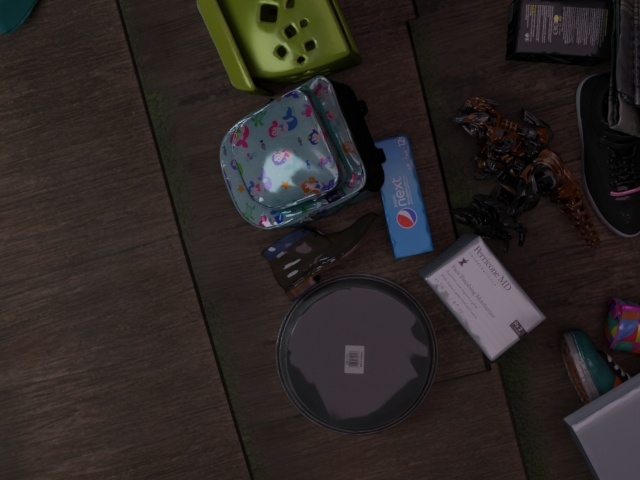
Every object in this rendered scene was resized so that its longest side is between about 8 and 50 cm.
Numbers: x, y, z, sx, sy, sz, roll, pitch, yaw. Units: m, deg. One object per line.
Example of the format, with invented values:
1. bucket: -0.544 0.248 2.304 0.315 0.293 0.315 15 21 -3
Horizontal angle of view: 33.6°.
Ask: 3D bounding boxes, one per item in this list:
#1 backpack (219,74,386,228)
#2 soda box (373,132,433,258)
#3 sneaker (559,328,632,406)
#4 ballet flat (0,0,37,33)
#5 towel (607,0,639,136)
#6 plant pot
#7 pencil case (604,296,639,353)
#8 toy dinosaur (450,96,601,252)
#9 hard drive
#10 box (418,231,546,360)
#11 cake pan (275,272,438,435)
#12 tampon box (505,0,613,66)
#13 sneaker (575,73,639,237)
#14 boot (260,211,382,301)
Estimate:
1. backpack: -0.046 -0.135 1.797 0.253 0.191 0.225 -25 82 28
2. soda box: 0.141 -0.078 1.864 0.071 0.067 0.210 -13 91 2
3. sneaker: 0.525 0.271 1.854 0.121 0.108 0.302 -30 99 1
4. ballet flat: -0.518 -0.553 1.847 0.147 0.147 0.409 25 89 0
5. towel: 0.613 -0.302 1.765 0.324 0.056 0.312 9 80 -26
6. plant pot: -0.072 -0.365 1.787 0.207 0.227 0.228 -24 92 9
7. pencil case: 0.616 0.154 1.847 0.236 0.104 0.104 4 92 1
8. toy dinosaur: 0.351 -0.106 1.826 0.322 0.164 0.218 37 75 21
9. hard drive: 0.613 0.307 1.789 0.353 0.047 0.233 -30 107 -1
10. box: 0.271 0.090 1.810 0.119 0.182 0.181 -39 91 3
11. cake pan: 0.065 0.206 1.882 0.293 0.054 0.293 0 92 2
12. tampon box: 0.409 -0.361 1.822 0.161 0.120 0.102 4 93 1
13. sneaker: 0.511 -0.145 1.815 0.104 0.147 0.296 -12 93 0
14. boot: 0.000 0.000 1.862 0.219 0.082 0.106 -41 93 4
